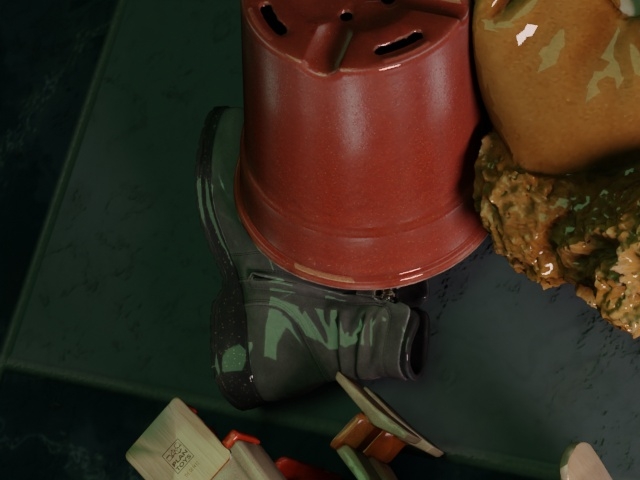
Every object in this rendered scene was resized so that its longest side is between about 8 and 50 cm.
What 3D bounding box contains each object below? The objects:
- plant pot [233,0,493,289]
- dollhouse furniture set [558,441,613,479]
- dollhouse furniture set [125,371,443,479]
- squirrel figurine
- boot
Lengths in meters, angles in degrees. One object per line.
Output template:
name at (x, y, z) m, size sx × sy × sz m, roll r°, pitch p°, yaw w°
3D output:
plant pot at (0.040, -0.139, 1.407) m, size 0.272 × 0.265 × 0.272 m, roll -2°, pitch 53°, yaw 3°
dollhouse furniture set at (0.052, 0.299, 1.293) m, size 0.355 × 0.174 × 0.303 m, roll -4°, pitch 40°, yaw 44°
dollhouse furniture set at (-0.051, 0.228, 1.370) m, size 0.135 × 0.259 × 0.262 m, roll 42°, pitch 93°, yaw 27°
squirrel figurine at (0.331, -0.104, 1.313) m, size 0.370 × 0.281 × 0.397 m, roll 12°, pitch 88°, yaw 25°
boot at (0.000, 0.000, 1.545) m, size 0.222 × 0.118 × 0.338 m, roll -15°, pitch 70°, yaw 18°
